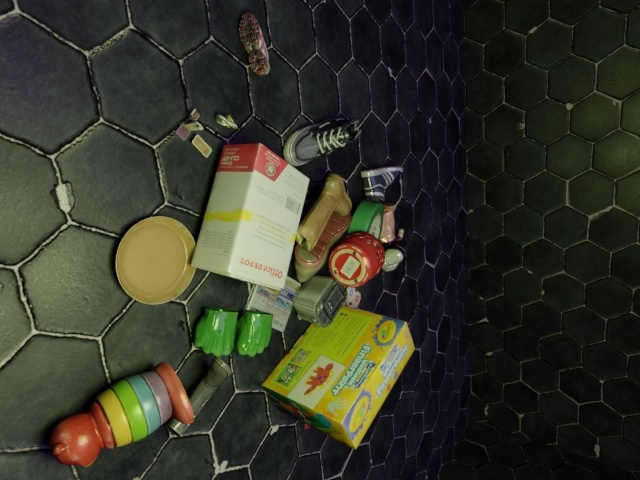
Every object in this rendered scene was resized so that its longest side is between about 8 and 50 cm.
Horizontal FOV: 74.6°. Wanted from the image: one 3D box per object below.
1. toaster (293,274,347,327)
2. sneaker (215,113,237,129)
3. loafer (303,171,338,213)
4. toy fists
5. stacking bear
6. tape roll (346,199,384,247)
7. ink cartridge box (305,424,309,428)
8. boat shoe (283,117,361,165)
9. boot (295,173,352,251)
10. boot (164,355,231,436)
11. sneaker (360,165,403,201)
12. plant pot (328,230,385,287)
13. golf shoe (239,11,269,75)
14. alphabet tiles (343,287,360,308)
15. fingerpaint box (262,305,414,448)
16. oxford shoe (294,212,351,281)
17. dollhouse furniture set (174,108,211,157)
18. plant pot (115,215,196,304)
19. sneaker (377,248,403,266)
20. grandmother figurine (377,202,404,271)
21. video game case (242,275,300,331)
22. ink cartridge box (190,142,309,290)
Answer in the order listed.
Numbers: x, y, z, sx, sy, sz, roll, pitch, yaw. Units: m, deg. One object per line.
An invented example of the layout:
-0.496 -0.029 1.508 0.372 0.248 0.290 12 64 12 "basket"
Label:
0.000 0.220 1.621 0.227 0.146 0.129 -53 133 -33 "toaster"
-0.288 -0.370 1.286 0.083 0.031 0.035 24 62 -55 "sneaker"
0.003 -0.196 1.634 0.223 0.076 0.078 -53 141 -29 "loafer"
-0.271 0.290 1.321 0.279 0.096 0.142 16 82 -48 "toy fists"
-0.490 0.432 1.020 0.289 0.175 0.164 -21 97 -40 "stacking bear"
0.188 -0.011 1.803 0.321 0.077 0.321 15 90 -72 "tape roll"
-0.014 0.648 1.706 0.231 0.078 0.134 -8 99 -51 "ink cartridge box"
0.017 -0.379 1.565 0.340 0.158 0.127 -45 127 -40 "boat shoe"
0.008 -0.076 1.525 0.270 0.089 0.236 -62 150 -23 "boot"
-0.354 0.449 1.208 0.208 0.076 0.190 -41 162 -39 "boot"
0.295 -0.266 1.979 0.282 0.099 0.153 -15 101 -43 "sneaker"
0.129 0.073 1.576 0.174 0.191 0.191 -26 115 -62 "plant pot"
-0.209 -0.621 1.339 0.086 0.067 0.186 -68 147 -73 "golf shoe"
0.089 0.327 1.848 0.284 0.021 0.278 46 62 -44 "alphabet tiles"
0.076 0.466 1.549 0.445 0.371 0.163 -47 129 -35 "fingerpaint box"
0.000 0.000 1.645 0.397 0.140 0.147 -50 163 -43 "oxford shoe"
-0.329 -0.303 1.194 0.114 0.081 0.091 50 57 -42 "dollhouse furniture set"
-0.441 0.052 1.133 0.236 0.032 0.237 -7 99 -51 "plant pot"
0.281 0.102 1.917 0.080 0.212 0.094 55 51 -13 "sneaker"
0.331 -0.007 2.068 0.207 0.104 0.343 -16 112 -21 "grandmother figurine"
-0.170 0.206 1.503 0.212 0.023 0.193 38 65 -46 "video game case"
-0.205 -0.064 1.297 0.279 0.160 0.385 29 71 -57 "ink cartridge box"
